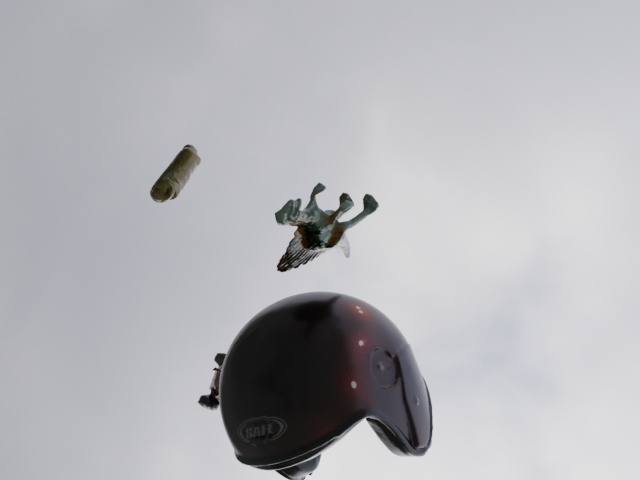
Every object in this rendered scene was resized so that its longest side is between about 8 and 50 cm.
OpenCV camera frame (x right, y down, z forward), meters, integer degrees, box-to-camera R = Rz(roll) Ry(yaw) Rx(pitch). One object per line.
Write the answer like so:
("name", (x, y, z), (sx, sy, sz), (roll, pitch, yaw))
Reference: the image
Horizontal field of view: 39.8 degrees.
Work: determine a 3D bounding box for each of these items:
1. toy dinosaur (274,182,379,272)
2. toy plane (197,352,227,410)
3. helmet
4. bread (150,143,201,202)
("toy dinosaur", (-0.003, -0.002, 0.858), (0.044, 0.106, 0.187), (48, -23, 14))
("toy plane", (-0.102, 0.171, 1.062), (0.194, 0.077, 0.126), (-164, -82, -82))
("helmet", (-0.001, 0.147, 0.878), (0.189, 0.216, 0.193), (-21, -85, 35))
("bread", (-0.180, -0.082, 1.110), (0.049, 0.034, 0.088), (-27, -153, 54))
